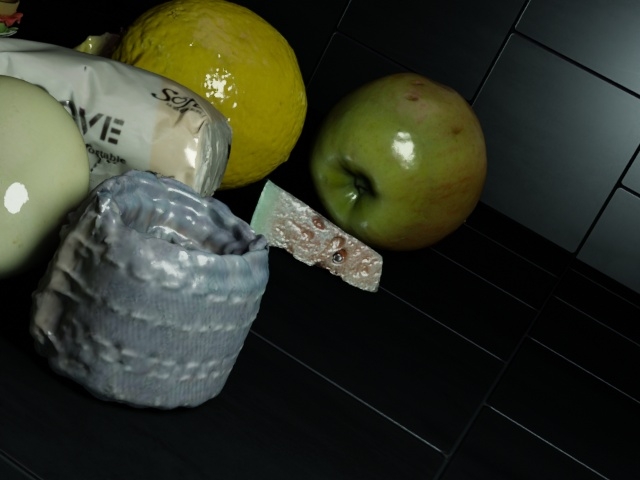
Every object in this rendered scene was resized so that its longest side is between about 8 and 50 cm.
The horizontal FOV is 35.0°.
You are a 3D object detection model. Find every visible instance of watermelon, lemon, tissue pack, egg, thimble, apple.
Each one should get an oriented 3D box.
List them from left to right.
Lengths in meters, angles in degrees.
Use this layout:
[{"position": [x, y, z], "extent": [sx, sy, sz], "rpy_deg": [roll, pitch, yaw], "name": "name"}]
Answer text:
[{"position": [-0.324, -0.060, 1.002], "extent": [0.188, 0.189, 0.254], "rpy_deg": [22, 27, -22], "name": "egg"}, {"position": [-0.304, -0.142, 1.297], "extent": [0.375, 0.195, 0.390], "rpy_deg": [17, 3, -5], "name": "tissue pack"}, {"position": [-0.163, 0.042, 0.982], "extent": [0.205, 0.172, 0.236], "rpy_deg": [32, 16, 26], "name": "thimble"}, {"position": [-0.185, -0.236, 1.649], "extent": [0.336, 0.336, 0.336], "rpy_deg": [26, 14, -7], "name": "lemon"}, {"position": [0.000, 0.000, 1.650], "extent": [0.241, 0.094, 0.154], "rpy_deg": [30, 4, 4], "name": "watermelon"}, {"position": [0.141, -0.137, 1.887], "extent": [0.338, 0.339, 0.305], "rpy_deg": [33, 31, 18], "name": "apple"}]

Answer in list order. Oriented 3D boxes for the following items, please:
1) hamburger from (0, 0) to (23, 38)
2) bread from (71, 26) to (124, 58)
[{"position": [-0.589, -0.363, 1.687], "extent": [0.175, 0.137, 0.175], "rpy_deg": [23, 19, -9], "name": "hamburger"}, {"position": [-0.410, -0.315, 1.774], "extent": [0.135, 0.178, 0.240], "rpy_deg": [31, 16, 8], "name": "bread"}]
